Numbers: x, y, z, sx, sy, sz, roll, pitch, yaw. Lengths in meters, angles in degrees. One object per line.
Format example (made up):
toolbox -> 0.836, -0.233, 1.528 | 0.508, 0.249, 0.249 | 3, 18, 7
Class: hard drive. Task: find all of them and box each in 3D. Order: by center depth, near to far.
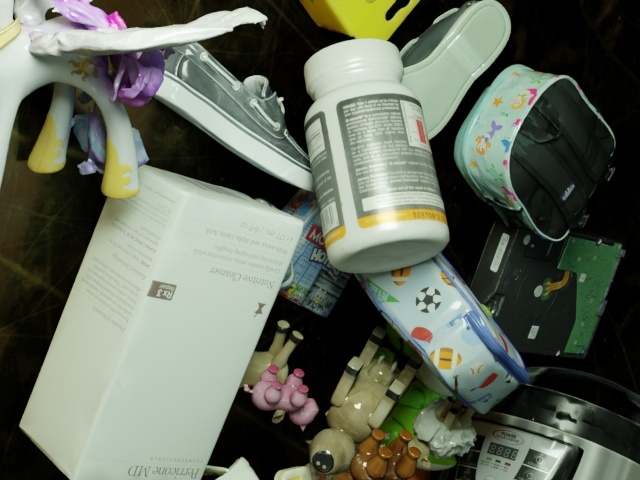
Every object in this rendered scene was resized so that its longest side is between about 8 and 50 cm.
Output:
hard drive -> 0.399, 0.086, 2.044 | 0.339, 0.064, 0.237 | 9, 103, -42

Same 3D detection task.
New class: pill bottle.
pill bottle -> 0.065, -0.109, 1.488 | 0.162, 0.162, 0.278 | 6, 68, -42

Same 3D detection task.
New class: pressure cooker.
pressure cooker -> 0.378, 0.415, 1.906 | 0.370, 0.375, 0.420 | 26, 75, -6

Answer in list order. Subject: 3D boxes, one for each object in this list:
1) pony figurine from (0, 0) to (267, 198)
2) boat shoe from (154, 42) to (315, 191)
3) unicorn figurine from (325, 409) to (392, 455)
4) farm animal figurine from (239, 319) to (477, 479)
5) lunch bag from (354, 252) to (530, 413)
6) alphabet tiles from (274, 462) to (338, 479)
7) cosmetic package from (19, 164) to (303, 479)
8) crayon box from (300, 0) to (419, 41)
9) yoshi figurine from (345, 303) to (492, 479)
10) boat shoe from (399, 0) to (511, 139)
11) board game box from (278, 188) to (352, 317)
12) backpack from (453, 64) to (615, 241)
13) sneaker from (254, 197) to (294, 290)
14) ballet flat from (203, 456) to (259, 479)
pony figurine -> -0.270, -0.205, 1.215 | 0.351, 0.303, 0.363 | -15, 134, -26
boat shoe -> -0.092, -0.163, 1.479 | 0.301, 0.108, 0.102 | 33, 88, -37
unicorn figurine -> 0.052, 0.295, 1.758 | 0.162, 0.111, 0.060 | -44, 137, -71
farm animal figurine -> 0.022, 0.243, 1.645 | 0.327, 0.330, 0.172 | -18, 142, -49
lunch bag -> 0.165, 0.093, 1.618 | 0.115, 0.303, 0.243 | -39, 146, 8
alphabet tiles -> 0.001, 0.466, 1.650 | 0.278, 0.021, 0.284 | 3, 77, -54
cosmetic package -> -0.204, 0.112, 1.465 | 0.217, 0.156, 0.385 | 13, 99, -46
crayon box -> 0.029, -0.413, 1.479 | 0.202, 0.081, 0.318 | -50, 133, -12
yoshi figurine -> 0.149, 0.230, 1.855 | 0.203, 0.203, 0.362 | 22, 113, -5
boat shoe -> 0.154, -0.232, 1.664 | 0.302, 0.091, 0.114 | -41, 111, -17
board game box -> 0.000, 0.000, 1.659 | 0.194, 0.060, 0.194 | 31, 89, -45
backpack -> 0.325, -0.148, 1.782 | 0.225, 0.191, 0.253 | -58, 142, -8
sneaker -> -0.067, -0.002, 1.555 | 0.052, 0.135, 0.058 | -19, 159, 0
ballet flat -> -0.258, 0.383, 1.563 | 0.400, 0.139, 0.139 | -8, 115, -28
